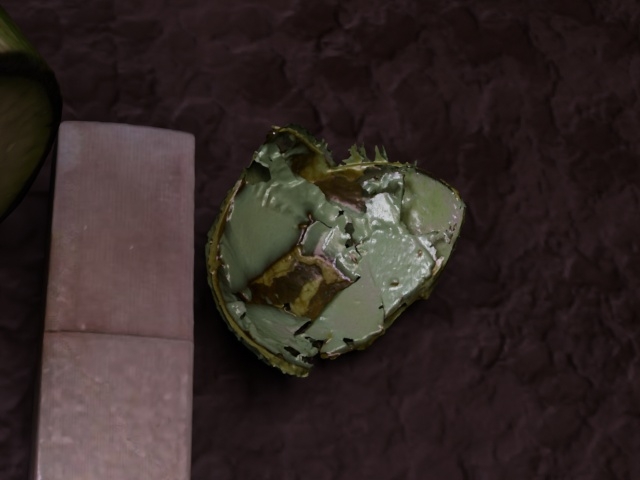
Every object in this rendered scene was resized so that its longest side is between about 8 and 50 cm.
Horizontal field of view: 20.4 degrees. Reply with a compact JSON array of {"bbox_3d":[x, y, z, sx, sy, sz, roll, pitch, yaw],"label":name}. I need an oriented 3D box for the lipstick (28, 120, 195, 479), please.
[{"bbox_3d":[-0.105,0.119,0.876,0.080,0.076,0.371,5,63,-10],"label":"lipstick"}]

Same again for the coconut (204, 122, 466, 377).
[{"bbox_3d":[0.001,0.003,0.974,0.158,0.055,0.133,-22,70,-25],"label":"coconut"}]

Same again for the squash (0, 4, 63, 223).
[{"bbox_3d":[-0.334,-0.136,0.846,0.263,0.263,0.384,-33,74,-26],"label":"squash"}]
